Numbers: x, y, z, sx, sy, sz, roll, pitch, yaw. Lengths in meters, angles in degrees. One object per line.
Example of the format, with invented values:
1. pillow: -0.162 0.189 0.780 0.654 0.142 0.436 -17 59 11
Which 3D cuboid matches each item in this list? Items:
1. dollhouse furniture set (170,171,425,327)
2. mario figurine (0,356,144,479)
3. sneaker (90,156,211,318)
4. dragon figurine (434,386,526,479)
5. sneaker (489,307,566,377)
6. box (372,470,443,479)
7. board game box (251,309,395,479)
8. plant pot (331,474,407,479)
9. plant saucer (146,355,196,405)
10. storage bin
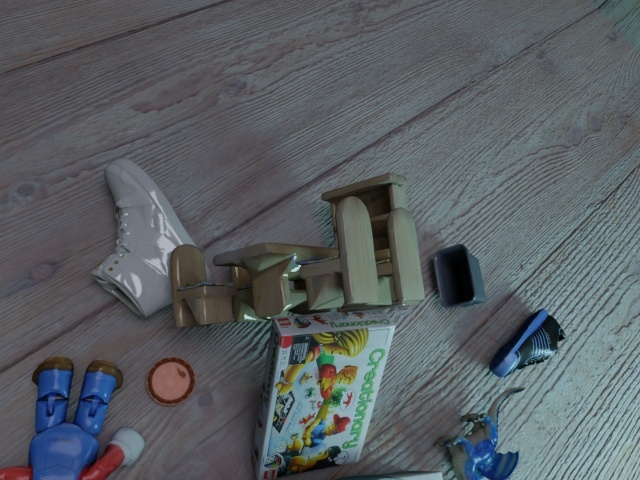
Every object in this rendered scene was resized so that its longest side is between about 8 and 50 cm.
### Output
1. dollhouse furniture set: 0.000 0.000 0.921 0.394 0.362 0.256 6 74 -51
2. mario figurine: -0.393 0.347 0.776 0.198 0.170 0.320 -9 55 12
3. sneaker: -0.343 -0.005 0.933 0.169 0.108 0.292 -33 84 -33
4. dragon figurine: 0.327 0.421 1.035 0.289 0.085 0.144 -31 82 -29
5. sneaker: 0.472 0.245 1.174 0.232 0.081 0.090 -34 77 -32
6. box: 0.117 0.499 0.896 0.182 0.119 0.180 3 67 -21
7. board game box: -0.002 0.259 0.871 0.193 0.305 0.053 -1 27 -23
8. plant pot: 0.021 0.456 0.706 0.291 0.196 0.289 8 76 -34
9. plant saucer: -0.260 0.244 0.912 0.084 0.013 0.083 8 65 -18
10. storage bin: 0.315 0.090 1.180 0.091 0.098 0.135 20 57 -45
